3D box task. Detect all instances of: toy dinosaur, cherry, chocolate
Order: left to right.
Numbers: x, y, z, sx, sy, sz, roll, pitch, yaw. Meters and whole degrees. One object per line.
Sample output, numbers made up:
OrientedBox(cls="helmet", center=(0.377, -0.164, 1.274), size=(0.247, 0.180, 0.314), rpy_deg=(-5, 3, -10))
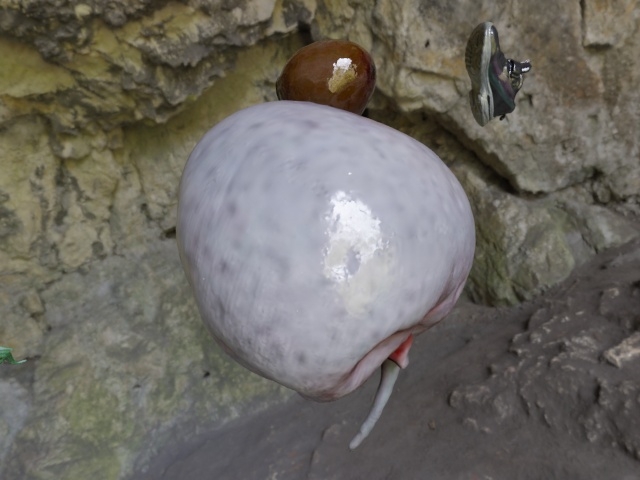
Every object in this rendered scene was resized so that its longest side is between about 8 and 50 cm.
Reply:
OrientedBox(cls="toy dinosaur", center=(-0.360, 0.128, 0.587), size=(0.062, 0.021, 0.083), rpy_deg=(-26, -17, 26))
OrientedBox(cls="cherry", center=(-0.006, 0.005, 0.551), size=(0.291, 0.334, 0.326), rpy_deg=(-54, 5, 34))
OrientedBox(cls="chocolate", center=(0.019, -0.258, 0.880), size=(0.176, 0.177, 0.177), rpy_deg=(-21, 3, 1))

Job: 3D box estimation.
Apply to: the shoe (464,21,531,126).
OrientedBox(cls="shoe", center=(0.298, -0.277, 0.855), size=(0.099, 0.169, 0.071), rpy_deg=(-11, 31, 2))
